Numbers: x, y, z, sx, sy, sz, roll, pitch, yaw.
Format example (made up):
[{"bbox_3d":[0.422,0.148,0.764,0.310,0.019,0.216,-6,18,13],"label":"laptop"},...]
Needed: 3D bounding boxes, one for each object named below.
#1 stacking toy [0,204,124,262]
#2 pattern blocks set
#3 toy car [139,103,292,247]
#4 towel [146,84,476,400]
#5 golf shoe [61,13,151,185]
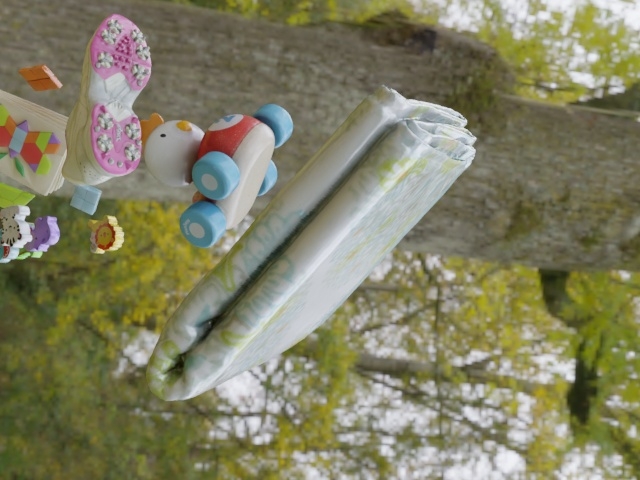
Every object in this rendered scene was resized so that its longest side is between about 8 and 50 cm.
[{"bbox_3d":[-0.398,0.004,1.378,0.221,0.167,0.052,-12,-101,33],"label":"stacking toy"},{"bbox_3d":[-0.525,-0.177,1.812,0.026,0.325,0.285,-69,173,-62],"label":"pattern blocks set"},{"bbox_3d":[-0.209,-0.148,1.732,0.219,0.238,0.210,-50,166,-47],"label":"toy car"},{"bbox_3d":[0.000,0.000,1.094,0.374,0.090,0.320,-48,168,14],"label":"towel"},{"bbox_3d":[-0.352,-0.222,1.648,0.140,0.115,0.306,-26,-130,39],"label":"golf shoe"}]
